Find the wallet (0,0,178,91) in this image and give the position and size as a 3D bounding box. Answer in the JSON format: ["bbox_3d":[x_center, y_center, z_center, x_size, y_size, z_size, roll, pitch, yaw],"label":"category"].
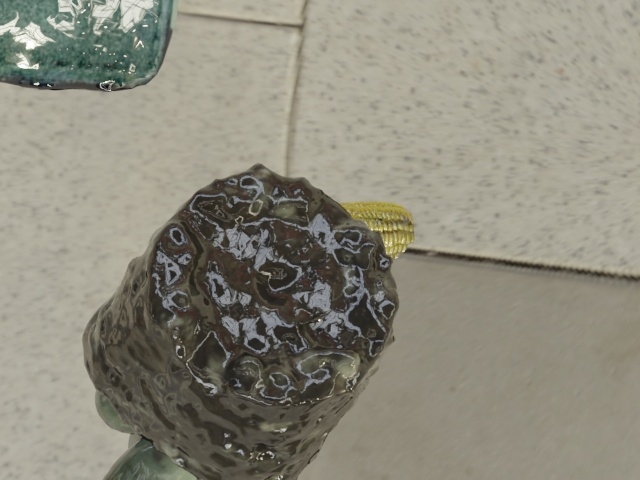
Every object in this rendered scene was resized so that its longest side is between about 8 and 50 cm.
[{"bbox_3d":[-0.205,-0.138,0.406,0.046,0.379,0.190,31,118,52],"label":"wallet"}]

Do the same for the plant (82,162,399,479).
[{"bbox_3d":[-0.053,0.082,0.832,0.149,0.146,0.274,45,143,12],"label":"plant"}]

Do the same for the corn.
[{"bbox_3d":[0.000,0.000,1.334,0.072,0.203,0.072,13,107,52],"label":"corn"}]
